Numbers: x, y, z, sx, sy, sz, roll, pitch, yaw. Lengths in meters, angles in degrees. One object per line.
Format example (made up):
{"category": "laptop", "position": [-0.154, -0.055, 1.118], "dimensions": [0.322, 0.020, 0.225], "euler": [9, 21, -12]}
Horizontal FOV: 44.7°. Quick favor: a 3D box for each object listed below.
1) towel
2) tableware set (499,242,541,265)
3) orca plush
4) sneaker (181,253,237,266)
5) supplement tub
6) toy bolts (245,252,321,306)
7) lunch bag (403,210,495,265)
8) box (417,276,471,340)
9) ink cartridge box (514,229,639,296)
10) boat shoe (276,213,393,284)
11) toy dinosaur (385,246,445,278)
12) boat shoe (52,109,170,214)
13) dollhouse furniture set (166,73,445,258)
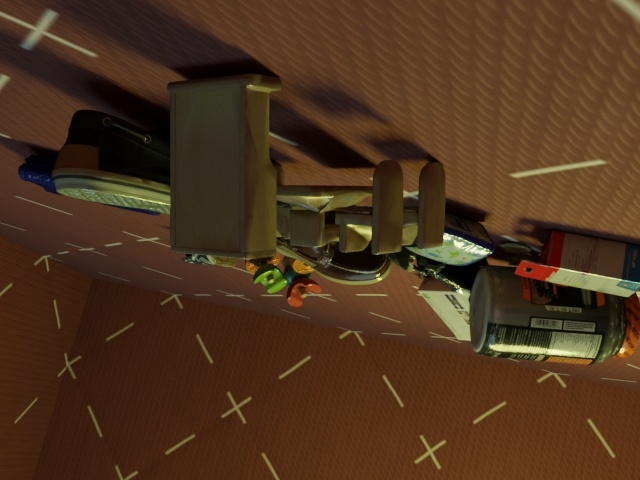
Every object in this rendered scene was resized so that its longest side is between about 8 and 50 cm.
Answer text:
{"category": "towel", "position": [-0.543, -0.136, 1.890], "dimensions": [0.308, 0.076, 0.227], "euler": [13, 175, 1]}
{"category": "tableware set", "position": [0.469, 0.038, 1.699], "dimensions": [0.141, 0.020, 0.169], "euler": [8, 166, 23]}
{"category": "orca plush", "position": [0.345, 0.062, 1.867], "dimensions": [0.287, 0.102, 0.151], "euler": [32, -156, -30]}
{"category": "sneaker", "position": [-0.349, 0.019, 2.294], "dimensions": [0.153, 0.099, 0.282], "euler": [9, 170, 11]}
{"category": "supplement tub", "position": [0.516, 0.168, 1.738], "dimensions": [0.338, 0.207, 0.207], "euler": [5, 168, -1]}
{"category": "toy bolts", "position": [-0.084, 0.057, 2.225], "dimensions": [0.218, 0.158, 0.228], "euler": [-32, 141, 11]}
{"category": "lunch bag", "position": [0.257, -0.005, 1.552], "dimensions": [0.129, 0.096, 0.151], "euler": [18, 177, -18]}
{"category": "box", "position": [0.450, 0.194, 2.135], "dimensions": [0.322, 0.058, 0.232], "euler": [-1, 137, 52]}
{"category": "ink cartridge box", "position": [0.511, 0.043, 1.538], "dimensions": [0.231, 0.078, 0.134], "euler": [11, 167, 9]}
{"category": "boat shoe", "position": [0.000, 0.000, 1.785], "dimensions": [0.342, 0.123, 0.123], "euler": [23, 161, 24]}
{"category": "toy dinosaur", "position": [0.193, 0.042, 1.664], "dimensions": [0.118, 0.064, 0.268], "euler": [27, -173, -15]}
{"category": "boat shoe", "position": [-0.266, -0.128, 1.446], "dimensions": [0.187, 0.155, 0.500], "euler": [-2, 173, 36]}
{"category": "dollhouse furniture set", "position": [-0.046, -0.115, 1.268], "dimensions": [0.362, 0.256, 0.394], "euler": [5, -174, 38]}
